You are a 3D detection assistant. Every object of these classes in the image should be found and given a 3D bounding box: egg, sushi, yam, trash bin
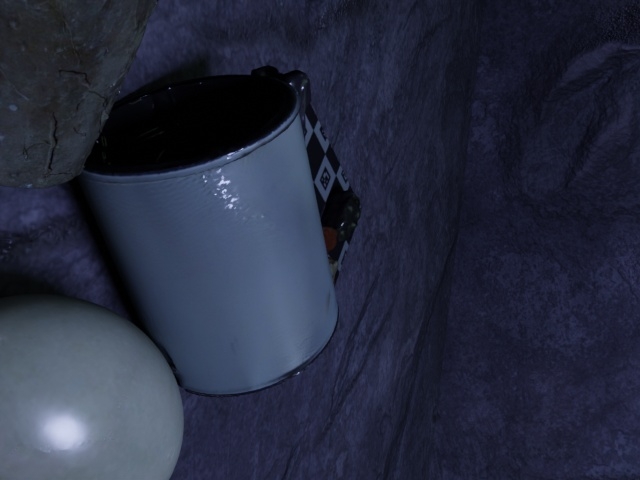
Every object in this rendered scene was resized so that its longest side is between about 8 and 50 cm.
[{"bbox_3d":[-0.211,0.141,0.482,0.253,0.186,0.186,70,37,-50],"label":"egg"},{"bbox_3d":[0.000,0.000,1.017,0.343,0.064,0.359,58,45,-52],"label":"sushi"},{"bbox_3d":[-0.188,-0.147,0.392,0.254,0.154,0.154,-49,176,36],"label":"yam"},{"bbox_3d":[-0.105,-0.008,0.626,0.277,0.217,0.263,-33,129,-28],"label":"trash bin"}]
